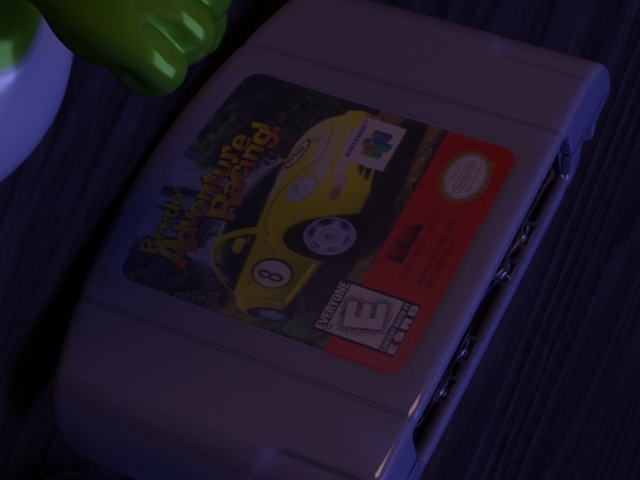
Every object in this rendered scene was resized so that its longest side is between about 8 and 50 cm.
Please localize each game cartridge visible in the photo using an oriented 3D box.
[{"bbox_3d":[0.000,0.000,0.917,0.294,0.196,0.060,-60,152,-28],"label":"game cartridge"}]

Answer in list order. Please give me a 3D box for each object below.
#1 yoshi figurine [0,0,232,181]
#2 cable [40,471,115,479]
[{"bbox_3d":[-0.091,-0.101,0.653,0.362,0.203,0.203,-69,156,-2],"label":"yoshi figurine"},{"bbox_3d":[-0.137,0.241,0.919,0.257,0.089,0.257,32,77,-64],"label":"cable"}]
